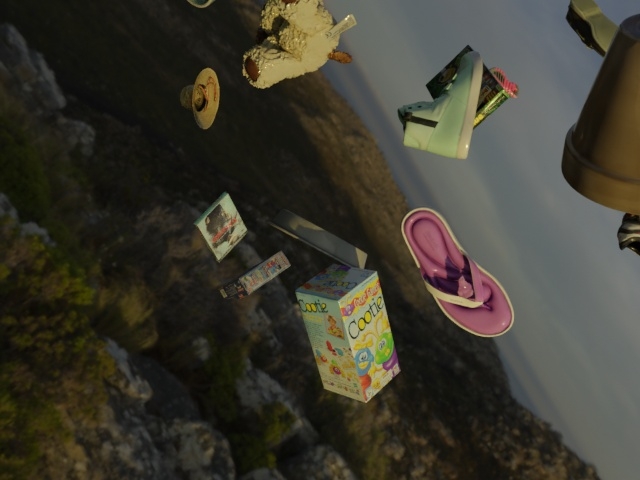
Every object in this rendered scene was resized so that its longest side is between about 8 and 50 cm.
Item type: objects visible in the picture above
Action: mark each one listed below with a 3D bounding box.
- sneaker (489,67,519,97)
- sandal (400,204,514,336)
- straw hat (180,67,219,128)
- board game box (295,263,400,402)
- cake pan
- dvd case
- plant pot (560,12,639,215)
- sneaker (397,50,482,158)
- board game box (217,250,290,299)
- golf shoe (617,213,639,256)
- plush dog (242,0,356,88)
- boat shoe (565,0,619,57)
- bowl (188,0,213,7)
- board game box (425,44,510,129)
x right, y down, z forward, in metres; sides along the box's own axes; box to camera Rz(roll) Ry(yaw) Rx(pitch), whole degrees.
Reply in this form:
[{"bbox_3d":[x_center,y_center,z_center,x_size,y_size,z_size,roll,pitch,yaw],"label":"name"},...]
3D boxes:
[{"bbox_3d":[0.472,-0.412,1.896,0.119,0.047,0.057,33,-22,-32],"label":"sneaker"},{"bbox_3d":[0.349,0.096,1.900,0.416,0.169,0.102,50,15,1],"label":"sandal"},{"bbox_3d":[-0.288,-0.328,1.645,0.144,0.061,0.144,8,90,-75],"label":"straw hat"},{"bbox_3d":[0.068,0.214,1.682,0.144,0.142,0.275,9,-58,44],"label":"board game box"},{"bbox_3d":[0.000,0.000,1.858,0.293,0.054,0.293,29,-1,0],"label":"cake pan"},{"bbox_3d":[-0.186,-0.025,1.353,0.013,0.087,0.119,29,-24,31],"label":"dvd case"},{"bbox_3d":[0.610,-0.242,1.267,0.323,0.323,0.280,-109,-168,-54],"label":"plant pot"},{"bbox_3d":[0.233,-0.282,1.404,0.094,0.151,0.256,84,19,-59],"label":"sneaker"},{"bbox_3d":[-0.197,0.111,2.208,0.060,0.194,0.194,59,-30,-3],"label":"board game box"},{"bbox_3d":[0.609,0.023,1.254,0.186,0.086,0.067,26,-28,9],"label":"golf shoe"},{"bbox_3d":[-0.053,-0.465,1.513,0.210,0.262,0.225,3,45,-32],"label":"plush dog"},{"bbox_3d":[0.713,-0.540,1.855,0.069,0.081,0.228,97,-24,-58],"label":"boat shoe"},{"bbox_3d":[-0.215,-0.637,1.410,0.311,0.163,0.311,47,-28,35],"label":"bowl"},{"bbox_3d":[0.312,-0.325,1.551,0.030,0.136,0.260,34,24,-26],"label":"board game box"}]
